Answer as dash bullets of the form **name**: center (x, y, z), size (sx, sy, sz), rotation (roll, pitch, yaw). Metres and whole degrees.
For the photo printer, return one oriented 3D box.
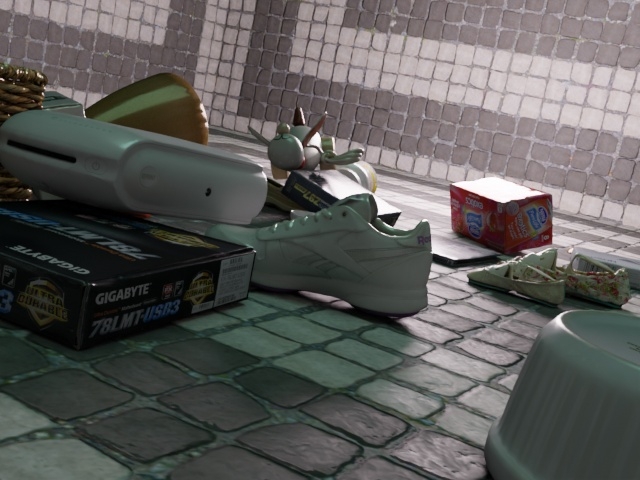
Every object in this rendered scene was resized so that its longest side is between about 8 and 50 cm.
- **photo printer**: center (-0.260, -0.100, 1.107), size (0.256, 0.107, 0.307), rotation (16, 5, 33)

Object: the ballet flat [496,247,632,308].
- **ballet flat**: center (0.434, 0.055, 1.447), size (0.241, 0.077, 0.091), rotation (14, 11, 16)

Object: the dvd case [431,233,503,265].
- **dvd case**: center (0.247, 0.016, 1.625), size (0.164, 0.018, 0.221), rotation (18, 12, 35)

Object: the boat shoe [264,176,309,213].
- **boat shoe**: center (-0.067, -0.100, 1.765), size (0.190, 0.072, 0.068), rotation (17, 11, 26)

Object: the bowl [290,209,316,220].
- **bowl**: center (0.023, -0.009, 1.417), size (0.142, 0.053, 0.142), rotation (6, 12, -25)

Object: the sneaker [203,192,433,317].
- **sneaker**: center (0.000, 0.000, 1.059), size (0.305, 0.152, 0.114), rotation (11, 12, 8)

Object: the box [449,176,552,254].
- **box**: center (0.413, -0.063, 1.875), size (0.128, 0.123, 0.257), rotation (-11, 16, -17)

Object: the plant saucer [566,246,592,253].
- **plant saucer**: center (0.653, 0.029, 2.012), size (0.083, 0.015, 0.083), rotation (11, 10, -2)

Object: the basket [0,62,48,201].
- **basket**: center (-0.554, -0.155, 1.099), size (0.213, 0.223, 0.299), rotation (16, 12, 25)

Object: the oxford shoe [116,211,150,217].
- **oxford shoe**: center (-0.335, -0.099, 1.384), size (0.097, 0.098, 0.271), rotation (8, 11, -20)

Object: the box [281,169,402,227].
- **box**: center (0.048, -0.078, 1.681), size (0.183, 0.059, 0.232), rotation (33, 17, 18)

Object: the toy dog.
- **toy dog**: center (-0.050, -0.227, 1.776), size (0.220, 0.161, 0.333), rotation (-8, 1, -14)

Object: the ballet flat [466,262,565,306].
- **ballet flat**: center (0.327, 0.064, 1.349), size (0.168, 0.052, 0.057), rotation (16, 11, 28)

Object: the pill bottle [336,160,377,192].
- **pill bottle**: center (0.071, -0.138, 2.005), size (0.117, 0.118, 0.208), rotation (13, 10, 10)

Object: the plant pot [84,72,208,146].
- **plant pot**: center (-0.421, -0.239, 1.802), size (0.237, 0.237, 0.254), rotation (18, 26, 33)

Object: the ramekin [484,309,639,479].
- **ramekin**: center (0.272, 0.145, 0.620), size (0.273, 0.127, 0.273), rotation (11, 10, -2)

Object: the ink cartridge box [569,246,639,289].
- **ink cartridge box**: center (0.657, 0.061, 1.750), size (0.223, 0.045, 0.224), rotation (13, 10, 11)

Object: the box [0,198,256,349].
- **box**: center (-0.270, 0.019, 0.892), size (0.295, 0.073, 0.293), rotation (15, 10, 25)

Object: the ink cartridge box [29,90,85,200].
- **ink cartridge box**: center (-0.458, -0.161, 1.377), size (0.092, 0.160, 0.219), rotation (-13, 21, -26)
